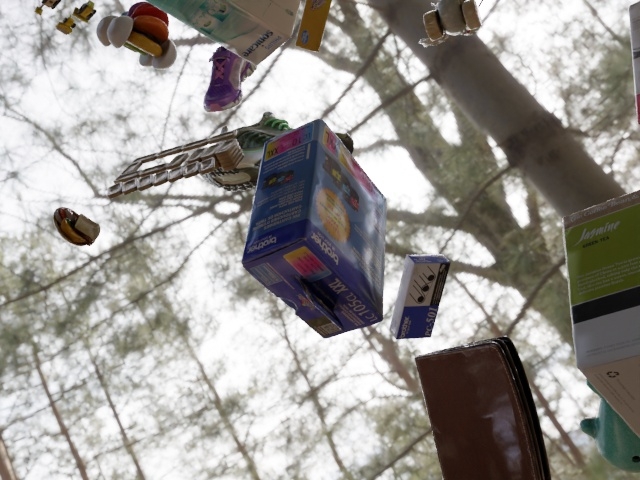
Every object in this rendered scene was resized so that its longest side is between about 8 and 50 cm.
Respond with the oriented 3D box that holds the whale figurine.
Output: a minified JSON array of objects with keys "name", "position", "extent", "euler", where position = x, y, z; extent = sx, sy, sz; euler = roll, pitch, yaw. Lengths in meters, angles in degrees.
[{"name":"whale figurine","position":[0.721,0.431,1.667],"extent":[0.216,0.271,0.141],"euler":[-18,21,25]}]

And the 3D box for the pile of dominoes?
[{"name":"pile of dominoes","position":[-0.271,-0.129,1.324],"extent":[0.251,0.040,0.196],"euler":[-13,26,19]}]

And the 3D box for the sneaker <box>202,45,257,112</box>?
[{"name":"sneaker","position":[-0.222,-0.388,1.633],"extent":[0.095,0.236,0.104],"euler":[0,-45,17]}]

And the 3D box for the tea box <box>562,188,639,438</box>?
[{"name":"tea box","position":[0.578,0.133,1.159],"extent":[0.220,0.323,0.329],"euler":[-23,-53,34]}]

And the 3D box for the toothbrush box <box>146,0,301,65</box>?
[{"name":"toothbrush box","position":[-0.177,-0.481,1.227],"extent":[0.296,0.216,0.126],"euler":[24,-26,-28]}]

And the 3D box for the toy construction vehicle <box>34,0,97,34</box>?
[{"name":"toy construction vehicle","position":[-0.475,-0.432,1.317],"extent":[0.086,0.035,0.098],"euler":[26,-37,-37]}]

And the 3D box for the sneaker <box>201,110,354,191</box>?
[{"name":"sneaker","position":[-0.112,-0.241,1.689],"extent":[0.411,0.181,0.158],"euler":[-5,-23,27]}]

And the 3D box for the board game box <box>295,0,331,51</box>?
[{"name":"board game box","position":[0.010,-0.673,1.839],"extent":[0.064,0.242,0.316],"euler":[15,-64,-4]}]

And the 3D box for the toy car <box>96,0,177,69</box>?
[{"name":"toy car","position":[-0.409,-0.481,1.621],"extent":[0.159,0.182,0.136],"euler":[22,-88,-38]}]

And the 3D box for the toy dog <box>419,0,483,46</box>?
[{"name":"toy dog","position":[0.398,-0.688,2.099],"extent":[0.220,0.160,0.333],"euler":[-13,10,4]}]

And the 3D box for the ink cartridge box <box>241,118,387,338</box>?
[{"name":"ink cartridge box","position":[0.000,0.000,1.362],"extent":[0.151,0.395,0.270],"euler":[-21,-48,29]}]

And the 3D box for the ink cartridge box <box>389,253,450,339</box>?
[{"name":"ink cartridge box","position":[0.231,0.132,1.656],"extent":[0.097,0.046,0.207],"euler":[0,-63,-21]}]

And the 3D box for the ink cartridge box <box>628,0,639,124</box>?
[{"name":"ink cartridge box","position":[0.567,-0.264,1.107],"extent":[0.159,0.217,0.092],"euler":[20,-26,-36]}]

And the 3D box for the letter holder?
[{"name":"letter holder","position":[0.324,0.328,1.259],"extent":[0.152,0.301,0.214],"euler":[-6,-12,-38]}]

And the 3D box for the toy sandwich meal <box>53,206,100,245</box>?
[{"name":"toy sandwich meal","position":[-0.409,-0.025,1.188],"extent":[0.029,0.085,0.086],"euler":[-32,-22,19]}]
